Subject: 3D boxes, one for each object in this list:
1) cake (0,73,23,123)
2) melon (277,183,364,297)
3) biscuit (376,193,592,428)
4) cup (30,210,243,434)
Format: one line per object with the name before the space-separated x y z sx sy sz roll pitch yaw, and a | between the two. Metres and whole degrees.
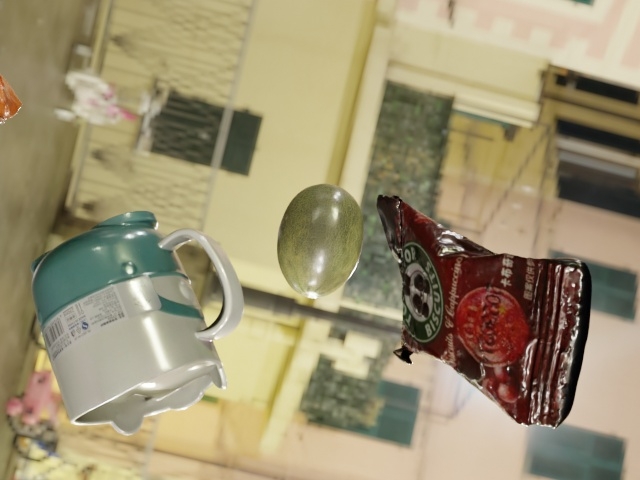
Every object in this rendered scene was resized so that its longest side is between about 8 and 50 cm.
cake | -0.561 -0.206 1.981 0.287 0.135 0.098 -30 -159 48
melon | 0.000 0.000 1.419 0.098 0.098 0.131 116 -18 -73
biscuit | 0.123 0.057 1.060 0.235 0.063 0.151 27 -59 53
cup | -0.244 0.102 1.739 0.219 0.289 0.257 17 48 -67
